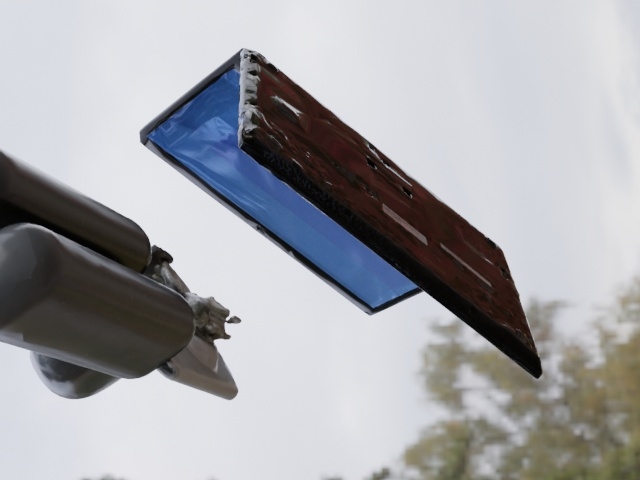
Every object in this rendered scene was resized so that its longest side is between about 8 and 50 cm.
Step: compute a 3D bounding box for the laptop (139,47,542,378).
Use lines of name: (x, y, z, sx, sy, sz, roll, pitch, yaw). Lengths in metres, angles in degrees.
laptop: (0.000, 0.000, 0.998, 0.234, 0.136, 0.264, 37, -162, -18)

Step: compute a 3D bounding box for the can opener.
can opener: (-0.098, 0.033, 0.637, 0.074, 0.093, 0.280, 54, 180, 16)
